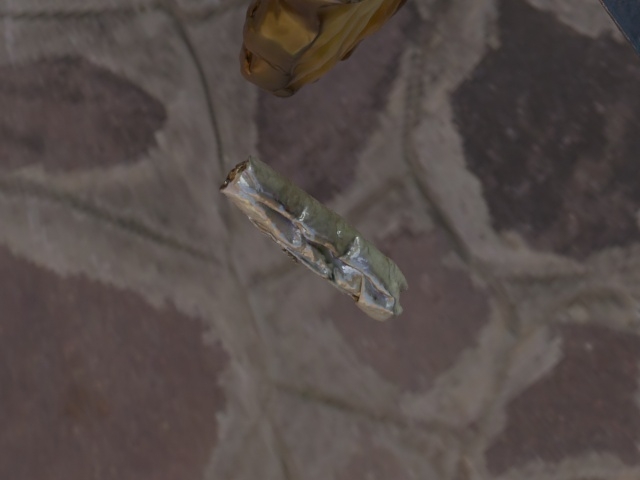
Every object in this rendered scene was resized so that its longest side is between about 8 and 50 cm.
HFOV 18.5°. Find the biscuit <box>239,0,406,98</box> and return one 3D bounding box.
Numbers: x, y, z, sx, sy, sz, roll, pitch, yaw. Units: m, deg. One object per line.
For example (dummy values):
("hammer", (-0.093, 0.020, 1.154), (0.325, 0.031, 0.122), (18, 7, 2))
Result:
("biscuit", (0.062, -0.203, 1.130), (0.078, 0.335, 0.329), (42, 118, 2))

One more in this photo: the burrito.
("burrito", (0.000, 0.000, 1.380), (0.185, 0.041, 0.045), (37, 81, -33))

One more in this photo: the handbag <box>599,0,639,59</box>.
("handbag", (0.267, -0.227, 1.251), (0.229, 0.062, 0.179), (-32, 133, 13))
